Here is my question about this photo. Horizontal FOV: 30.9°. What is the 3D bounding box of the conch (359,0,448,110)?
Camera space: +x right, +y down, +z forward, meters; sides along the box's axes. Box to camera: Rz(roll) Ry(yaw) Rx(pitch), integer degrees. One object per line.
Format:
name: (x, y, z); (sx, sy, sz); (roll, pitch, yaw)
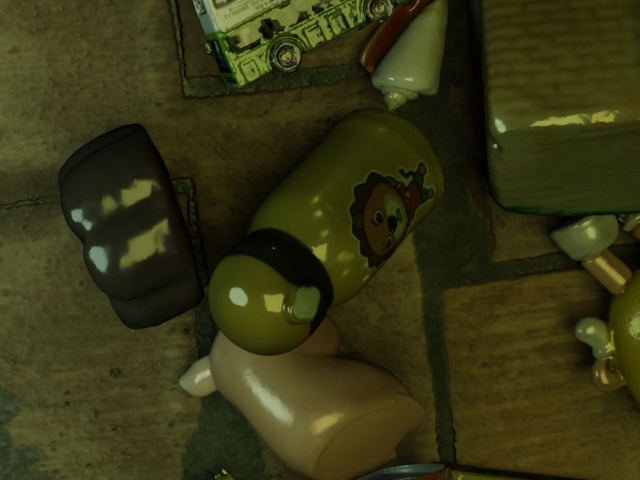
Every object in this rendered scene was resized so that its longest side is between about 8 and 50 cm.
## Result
conch: (0.116, -0.255, 1.532); (0.094, 0.104, 0.176); (10, 93, -44)

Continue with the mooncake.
mooncake: (-0.227, -0.016, 1.415); (0.133, 0.245, 0.244); (-26, 104, -5)

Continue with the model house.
model house: (0.389, -0.245, 1.497); (0.382, 0.334, 0.342); (-4, 67, 5)

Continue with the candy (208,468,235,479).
candy: (-0.100, 0.477, 1.605); (0.187, 0.081, 0.297); (-46, 111, -9)

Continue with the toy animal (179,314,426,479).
toy animal: (-0.015, 0.185, 1.518); (0.213, 0.256, 0.195); (-6, 132, -51)

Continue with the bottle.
bottle: (0.000, 0.000, 1.427); (0.171, 0.171, 0.351); (52, 53, -16)

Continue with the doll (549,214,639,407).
doll: (0.513, 0.086, 1.653); (0.423, 0.161, 0.348); (32, 93, -4)

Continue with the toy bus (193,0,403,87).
toy bus: (-0.009, -0.312, 1.486); (0.302, 0.113, 0.139); (-29, 105, -10)

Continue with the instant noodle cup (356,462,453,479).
instant noodle cup: (0.094, 0.414, 1.562); (0.250, 0.250, 0.192); (-9, 84, -12)

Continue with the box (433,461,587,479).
box: (0.287, 0.420, 1.712); (0.279, 0.041, 0.153); (9, 98, -14)
